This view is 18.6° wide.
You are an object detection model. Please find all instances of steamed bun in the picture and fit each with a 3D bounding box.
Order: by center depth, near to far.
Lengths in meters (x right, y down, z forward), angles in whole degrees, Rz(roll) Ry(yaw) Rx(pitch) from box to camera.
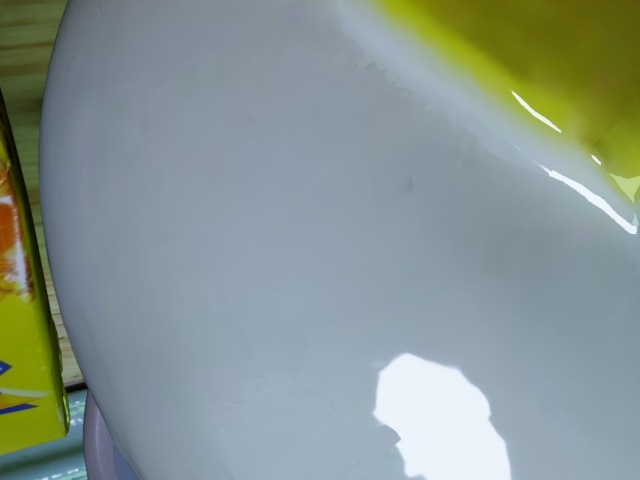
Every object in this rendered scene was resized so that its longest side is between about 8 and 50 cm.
[{"bbox_3d":[0.087,0.010,0.599,0.334,0.334,0.374,-29,116,34],"label":"steamed bun"}]

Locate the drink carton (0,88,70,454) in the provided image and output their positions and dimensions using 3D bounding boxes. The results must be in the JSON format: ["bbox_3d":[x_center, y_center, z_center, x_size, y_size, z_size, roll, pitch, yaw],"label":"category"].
[{"bbox_3d":[-0.187,0.008,0.758,0.154,0.111,0.351,-13,162,-9],"label":"drink carton"}]

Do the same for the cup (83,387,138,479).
[{"bbox_3d":[0.012,0.116,1.066,0.200,0.191,0.253,6,-168,-46],"label":"cup"}]

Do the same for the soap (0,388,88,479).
[{"bbox_3d":[-0.184,0.144,1.244,0.198,0.063,0.114,-16,161,-2],"label":"soap"}]
